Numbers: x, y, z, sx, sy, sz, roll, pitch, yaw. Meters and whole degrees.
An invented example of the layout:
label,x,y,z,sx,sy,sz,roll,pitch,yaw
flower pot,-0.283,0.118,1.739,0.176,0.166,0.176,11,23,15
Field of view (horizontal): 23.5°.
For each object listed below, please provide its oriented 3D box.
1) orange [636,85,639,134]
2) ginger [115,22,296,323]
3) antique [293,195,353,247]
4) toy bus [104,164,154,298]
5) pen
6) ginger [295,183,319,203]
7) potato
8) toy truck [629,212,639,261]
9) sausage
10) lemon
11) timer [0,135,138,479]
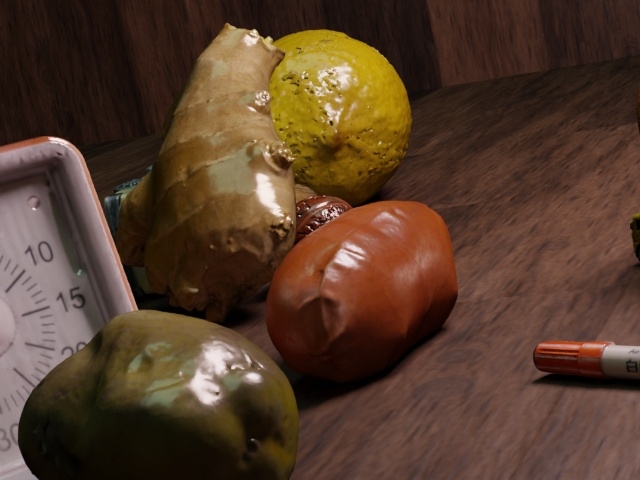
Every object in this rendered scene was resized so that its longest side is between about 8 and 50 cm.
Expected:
label,x,y,z,sx,sy,sz,roll,pitch,yaw
orange,0.398,-0.099,1.367,0.240,0.171,0.240,6,21,-2
ginger,-0.111,-0.067,1.677,0.166,0.236,0.375,25,30,-12
antique,0.000,0.000,1.649,0.104,0.104,0.104,-11,10,2
toy bus,-0.146,-0.031,1.868,0.164,0.134,0.276,-11,11,13
pen,0.252,0.089,1.091,0.028,0.028,0.239,-21,15,-42
ginger,-0.015,-0.008,1.816,0.067,0.096,0.165,-48,34,15
potato,-0.104,0.122,1.025,0.200,0.137,0.154,-1,45,45
toy truck,0.329,-0.006,1.439,0.049,0.054,0.083,-16,11,-26
sausage,0.038,0.037,1.332,0.133,0.133,0.258,-6,12,29
lemon,-0.003,-0.160,2.112,0.258,0.258,0.310,-10,8,6
timer,-0.278,0.065,1.175,0.257,0.250,0.161,-18,12,-33
